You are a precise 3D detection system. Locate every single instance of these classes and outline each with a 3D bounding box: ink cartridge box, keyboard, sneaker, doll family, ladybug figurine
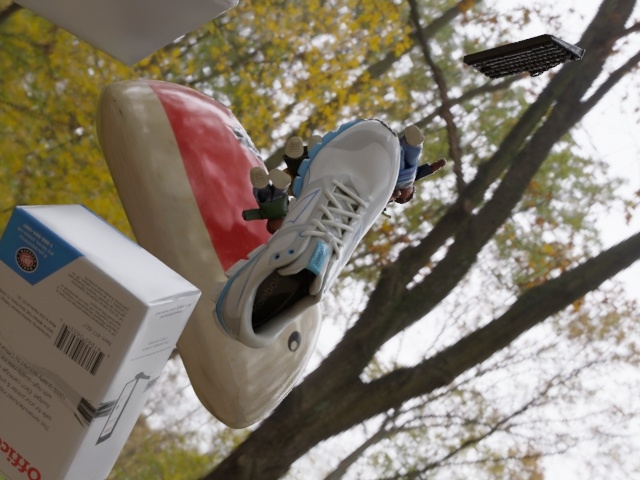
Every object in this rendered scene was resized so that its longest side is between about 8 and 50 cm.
[{"bbox_3d":[-0.215,0.092,0.748,0.148,0.086,0.203,34,-73,17],"label":"ink cartridge box"},{"bbox_3d":[0.312,-0.270,1.354,0.180,0.108,0.023,0,-102,56],"label":"keyboard"},{"bbox_3d":[0.000,0.000,0.622,0.071,0.190,0.083,34,-1,-16],"label":"sneaker"},{"bbox_3d":[0.022,-0.052,0.843,0.111,0.193,0.076,79,12,-59],"label":"doll family"},{"bbox_3d":[-0.126,-0.011,1.017,0.305,0.162,0.449,91,-25,-63],"label":"ladybug figurine"}]

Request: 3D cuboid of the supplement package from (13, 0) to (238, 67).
[{"bbox_3d":[-0.108,-0.288,0.547,0.178,0.292,0.175,28,-16,-27],"label":"supplement package"}]
